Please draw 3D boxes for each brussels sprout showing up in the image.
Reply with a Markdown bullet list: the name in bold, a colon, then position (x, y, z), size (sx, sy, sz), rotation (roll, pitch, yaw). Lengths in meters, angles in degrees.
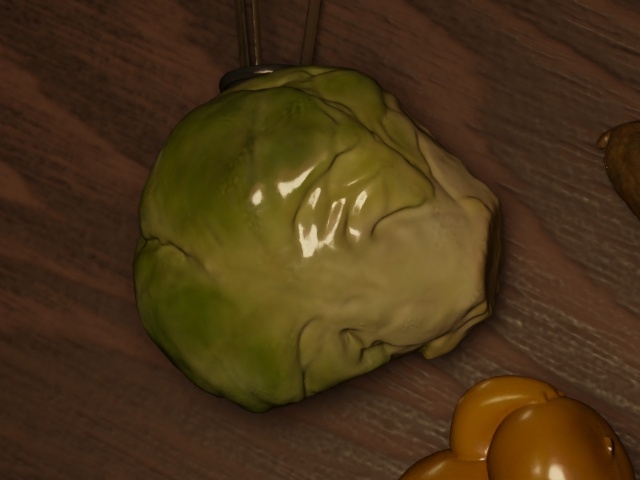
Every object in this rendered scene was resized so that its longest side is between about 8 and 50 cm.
- **brussels sprout**: position (-0.009, -0.010, 1.600), size (0.316, 0.242, 0.273), rotation (-19, 84, 2)

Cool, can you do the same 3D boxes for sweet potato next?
- **sweet potato**: position (0.331, 0.010, 1.629), size (0.075, 0.075, 0.273), rotation (-33, 81, 3)

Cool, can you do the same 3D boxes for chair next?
- **chair**: position (-0.048, -0.210, 1.718), size (0.104, 0.095, 0.221), rotation (-6, 79, 21)

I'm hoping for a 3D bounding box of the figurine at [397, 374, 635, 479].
- **figurine**: position (0.148, 0.225, 1.553), size (0.228, 0.215, 0.215), rotation (-32, 76, 5)
